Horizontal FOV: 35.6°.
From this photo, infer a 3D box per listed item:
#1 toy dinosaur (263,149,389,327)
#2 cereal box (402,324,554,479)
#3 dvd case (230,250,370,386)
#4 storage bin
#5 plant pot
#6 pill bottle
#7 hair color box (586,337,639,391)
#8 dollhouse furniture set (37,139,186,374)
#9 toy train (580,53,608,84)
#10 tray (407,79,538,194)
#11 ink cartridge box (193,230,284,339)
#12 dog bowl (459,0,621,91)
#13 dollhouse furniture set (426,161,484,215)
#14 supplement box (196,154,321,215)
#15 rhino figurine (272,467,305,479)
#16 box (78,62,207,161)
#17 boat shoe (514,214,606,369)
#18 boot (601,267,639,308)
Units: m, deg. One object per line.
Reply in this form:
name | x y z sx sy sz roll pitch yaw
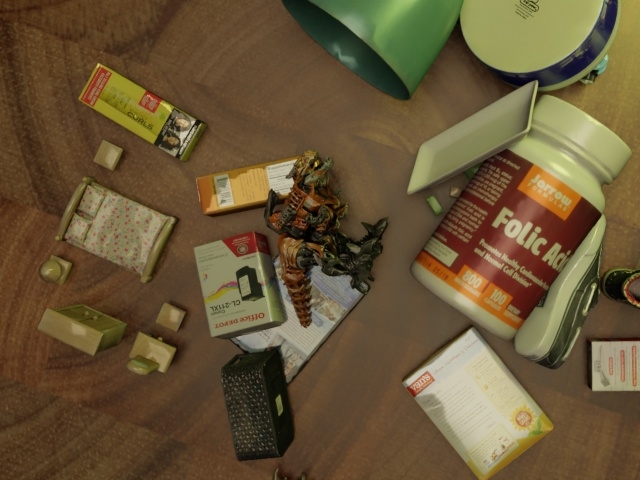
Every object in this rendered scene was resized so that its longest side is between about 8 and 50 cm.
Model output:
toy dinosaur | 0.000 0.000 1.812 0.219 0.164 0.321 13 134 10
cereal box | 0.290 0.301 1.846 0.173 0.047 0.240 -38 86 5
dvd case | -0.053 0.127 1.893 0.180 0.022 0.253 40 94 3
storage bin | -0.113 0.303 1.836 0.084 0.122 0.180 -9 97 14
plant pot | 0.114 -0.428 1.745 0.293 0.293 0.235 38 88 4
pill bottle | 0.353 -0.041 1.747 0.224 0.224 0.392 35 94 4
hair color box | 0.574 0.225 1.815 0.167 0.053 0.093 -1 92 4
dollhouse furniture set | -0.360 0.030 1.847 0.303 0.174 0.355 24 93 5
toy train | 0.478 -0.378 1.808 0.105 0.080 0.184 13 92 13
tray | 0.271 -0.172 1.748 0.270 0.145 0.030 -28 119 39
ink cartridge box | -0.151 0.085 1.855 0.128 0.072 0.175 -16 78 12
dog bowl | 0.383 -0.402 1.748 0.265 0.104 0.264 -6 78 29
dollhouse furniture set | 0.266 -0.105 1.839 0.152 0.058 0.076 -32 88 5
supplement box | -0.109 -0.103 1.868 0.234 0.078 0.080 -9 87 5
rhino figurine | -0.017 0.530 1.868 0.106 0.073 0.243 -33 86 9
box | -0.337 -0.244 1.898 0.232 0.058 0.087 32 94 5
boat shoe | 0.456 0.089 1.807 0.102 0.108 0.301 28 80 -27
boot | 0.624 0.096 1.744 0.237 0.178 0.085 8 91 6
